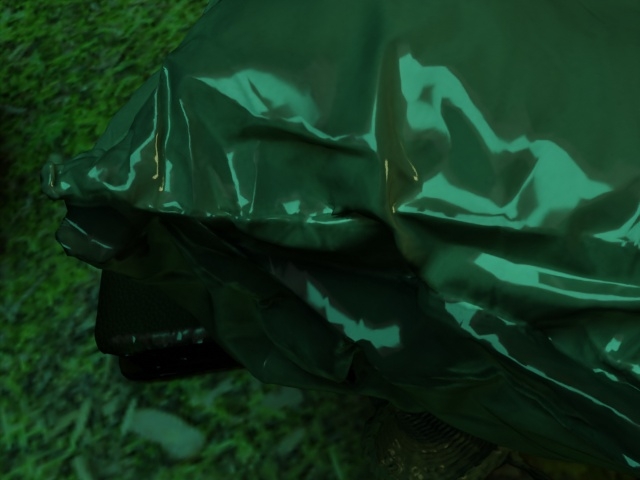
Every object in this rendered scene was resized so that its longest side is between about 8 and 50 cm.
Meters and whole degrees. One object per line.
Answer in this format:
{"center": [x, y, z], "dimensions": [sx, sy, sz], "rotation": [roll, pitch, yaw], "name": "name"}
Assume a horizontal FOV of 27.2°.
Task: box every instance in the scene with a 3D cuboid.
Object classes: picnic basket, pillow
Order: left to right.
{"center": [0.054, 0.062, 0.498], "dimensions": [0.083, 0.065, 0.083], "rotation": [-45, 30, -19], "name": "picnic basket"}
{"center": [0.090, -0.042, 0.456], "dimensions": [0.283, 0.138, 0.310], "rotation": [20, 40, 10], "name": "pillow"}

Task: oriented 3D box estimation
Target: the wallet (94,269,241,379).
{"center": [0.000, 0.000, 0.581], "dimensions": [0.198, 0.031, 0.110], "rotation": [-9, 53, 15], "name": "wallet"}
